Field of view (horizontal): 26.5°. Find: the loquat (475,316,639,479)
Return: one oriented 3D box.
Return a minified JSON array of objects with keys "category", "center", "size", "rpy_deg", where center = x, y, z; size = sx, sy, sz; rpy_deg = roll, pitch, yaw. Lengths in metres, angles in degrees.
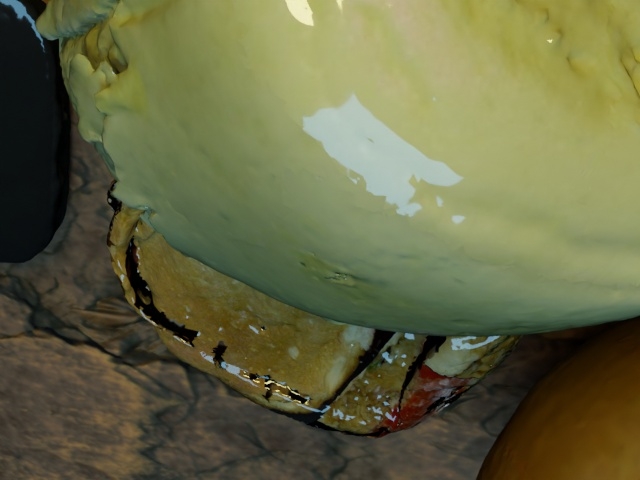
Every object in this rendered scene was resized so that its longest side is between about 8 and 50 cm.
[{"category":"loquat","center":[0.230,0.182,0.688],"size":[0.328,0.328,0.328],"rpy_deg":[7,140,6]}]

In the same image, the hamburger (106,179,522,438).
[{"category":"hamburger","center":[0.000,0.000,0.692],"size":[0.231,0.107,0.231],"rpy_deg":[11,142,9]}]

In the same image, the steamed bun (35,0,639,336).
[{"category":"steamed bun","center":[0.047,-0.044,0.474],"size":[0.273,0.166,0.232],"rpy_deg":[10,162,-30]}]

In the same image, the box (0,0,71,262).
[{"category":"box","center":[-0.230,-0.069,0.718],"size":[0.201,0.042,0.212],"rpy_deg":[12,139,1]}]
